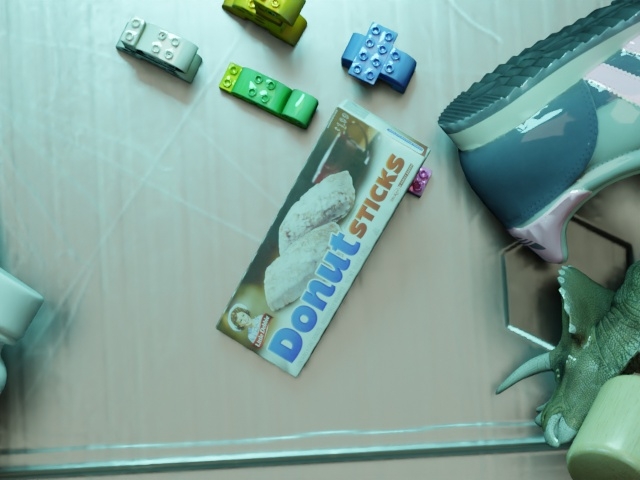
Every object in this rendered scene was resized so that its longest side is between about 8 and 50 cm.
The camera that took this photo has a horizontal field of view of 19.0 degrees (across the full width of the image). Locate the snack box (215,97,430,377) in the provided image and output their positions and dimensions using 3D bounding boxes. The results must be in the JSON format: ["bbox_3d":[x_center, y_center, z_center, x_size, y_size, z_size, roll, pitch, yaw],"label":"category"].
[{"bbox_3d":[0.000,0.000,1.214,0.064,0.022,0.178,31,115,3],"label":"snack box"}]

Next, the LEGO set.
[{"bbox_3d":[-0.018,-0.120,1.229,0.227,0.093,0.087,25,85,3],"label":"LEGO set"}]

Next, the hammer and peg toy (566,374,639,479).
[{"bbox_3d":[0.337,0.159,1.072,0.361,0.266,0.127,12,57,27],"label":"hammer and peg toy"}]

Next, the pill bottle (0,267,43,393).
[{"bbox_3d":[-0.266,0.095,1.156,0.119,0.119,0.208,33,86,3],"label":"pill bottle"}]

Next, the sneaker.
[{"bbox_3d":[0.239,-0.104,1.233,0.319,0.112,0.131,-28,102,1],"label":"sneaker"}]

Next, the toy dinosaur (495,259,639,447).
[{"bbox_3d":[0.264,0.019,1.190,0.313,0.160,0.121,-28,113,-13],"label":"toy dinosaur"}]
